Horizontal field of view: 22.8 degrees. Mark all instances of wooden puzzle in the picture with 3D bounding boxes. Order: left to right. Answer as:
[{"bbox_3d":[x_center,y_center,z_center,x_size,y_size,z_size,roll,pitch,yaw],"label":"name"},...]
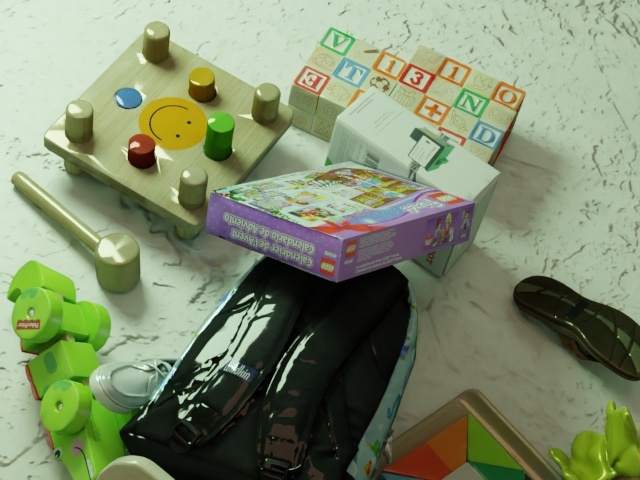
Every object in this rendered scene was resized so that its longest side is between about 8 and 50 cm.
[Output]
[{"bbox_3d":[0.174,0.312,1.941,0.238,0.044,0.221,-32,66,-28],"label":"wooden puzzle"}]

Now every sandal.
[{"bbox_3d":[0.347,0.123,2.105,0.219,0.060,0.090,29,47,29],"label":"sandal"}]

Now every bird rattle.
[{"bbox_3d":[0.414,0.309,1.930,0.207,0.143,0.253,-21,71,-47],"label":"bird rattle"}]

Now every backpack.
[{"bbox_3d":[-0.026,0.163,1.904,0.290,0.273,0.355,16,66,16],"label":"backpack"}]

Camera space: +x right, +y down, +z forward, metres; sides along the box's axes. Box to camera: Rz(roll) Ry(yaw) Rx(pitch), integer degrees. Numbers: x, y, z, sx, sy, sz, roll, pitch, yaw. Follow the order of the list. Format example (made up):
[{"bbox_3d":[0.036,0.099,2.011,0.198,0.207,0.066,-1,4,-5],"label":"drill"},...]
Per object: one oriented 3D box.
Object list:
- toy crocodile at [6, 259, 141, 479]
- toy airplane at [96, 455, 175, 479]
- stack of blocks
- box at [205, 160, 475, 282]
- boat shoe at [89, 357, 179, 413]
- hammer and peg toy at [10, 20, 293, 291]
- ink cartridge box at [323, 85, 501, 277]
[{"bbox_3d":[-0.307,0.167,1.923,0.115,0.105,0.340,20,42,-52],"label":"toy crocodile"},{"bbox_3d":[-0.047,0.413,1.627,0.384,0.272,0.386,-1,87,5],"label":"toy airplane"},{"bbox_3d":[0.121,-0.191,2.266,0.297,0.087,0.171,25,54,8],"label":"stack of blocks"},{"bbox_3d":[0.029,-0.029,1.950,0.201,0.057,0.293,20,21,33],"label":"box"},{"bbox_3d":[-0.202,0.168,1.905,0.184,0.063,0.066,14,47,-57],"label":"boat shoe"},{"bbox_3d":[-0.235,-0.122,2.127,0.266,0.127,0.361,31,55,12],"label":"hammer and peg toy"},{"bbox_3d":[0.117,-0.077,2.139,0.219,0.160,0.092,36,55,14],"label":"ink cartridge box"}]
